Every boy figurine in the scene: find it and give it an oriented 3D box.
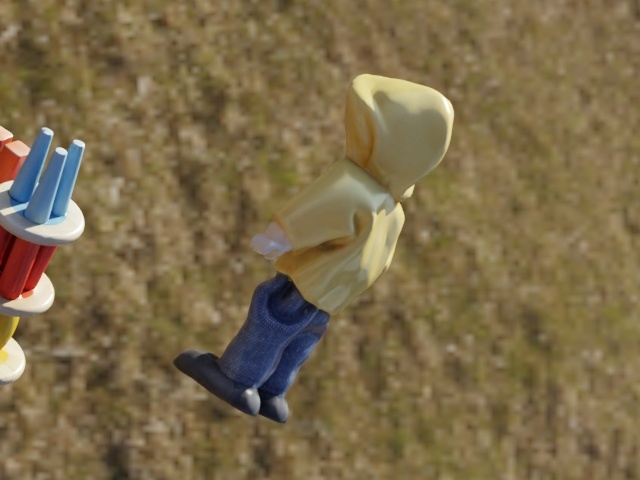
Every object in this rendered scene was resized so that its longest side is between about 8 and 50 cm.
[{"bbox_3d":[0.000,0.000,1.498,0.285,0.092,0.177,-61,155,4],"label":"boy figurine"}]

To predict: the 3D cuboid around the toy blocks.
[{"bbox_3d":[-0.172,-0.014,1.074,0.054,0.123,0.148,9,124,-29],"label":"toy blocks"}]
